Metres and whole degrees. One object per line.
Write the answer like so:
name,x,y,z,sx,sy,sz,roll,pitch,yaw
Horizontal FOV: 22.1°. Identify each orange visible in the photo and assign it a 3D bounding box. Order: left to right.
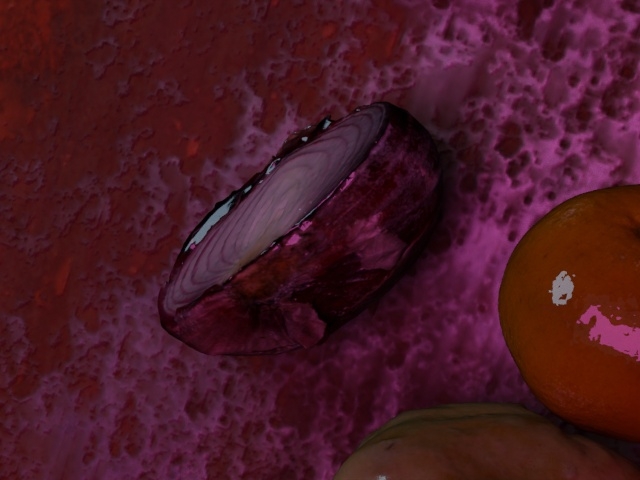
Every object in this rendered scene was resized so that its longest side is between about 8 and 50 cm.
orange,0.181,0.045,0.937,0.159,0.159,0.136,17,133,19

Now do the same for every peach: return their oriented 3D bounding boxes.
peach,0.105,0.202,0.930,0.235,0.214,0.214,9,94,14

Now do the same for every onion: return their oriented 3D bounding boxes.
onion,0.000,0.000,1.029,0.206,0.151,0.098,-35,113,28
